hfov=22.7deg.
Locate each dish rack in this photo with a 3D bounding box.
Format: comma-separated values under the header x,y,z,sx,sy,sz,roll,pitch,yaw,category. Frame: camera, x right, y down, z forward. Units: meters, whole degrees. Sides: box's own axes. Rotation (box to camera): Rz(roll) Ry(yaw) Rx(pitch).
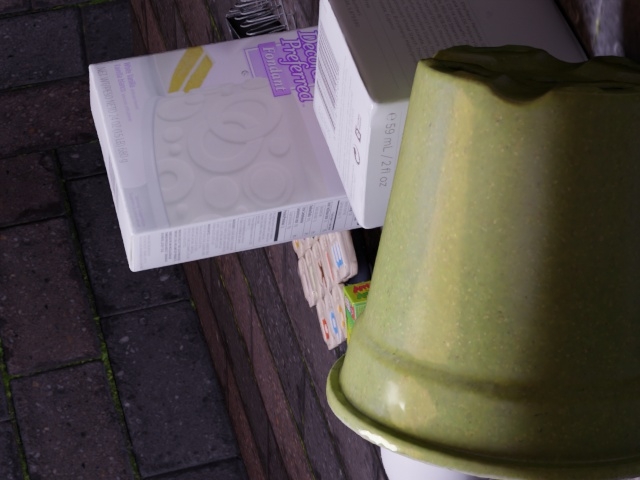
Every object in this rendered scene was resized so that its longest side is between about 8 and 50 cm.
x,y,z,sx,sy,sz,roll,pitch,yaw,category
-0.106,-0.386,2.278,0.208,0.074,0.271,-124,17,-60,dish rack

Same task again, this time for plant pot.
x,y,z,sx,sy,sz,roll,pitch,yaw,category
0.147,-0.001,1.127,0.276,0.276,0.254,-132,43,-68,plant pot

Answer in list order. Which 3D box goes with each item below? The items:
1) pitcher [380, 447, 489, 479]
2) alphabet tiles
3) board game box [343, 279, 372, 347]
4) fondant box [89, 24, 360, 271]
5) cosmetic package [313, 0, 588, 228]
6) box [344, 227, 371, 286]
x,y,z,sx,sy,sz,roll,pitch,yaw,category
0.125,0.163,1.676,0.178,0.125,0.207,-109,21,-58,pitcher
0.000,0.000,2.109,0.284,0.021,0.278,133,125,-74,alphabet tiles
0.082,0.132,1.897,0.043,0.092,0.181,-122,23,-58,board game box
-0.084,-0.114,1.853,0.096,0.330,0.238,102,154,-60,fondant box
0.102,-0.126,1.316,0.151,0.183,0.151,93,162,-50,cosmetic package
0.016,-0.021,2.174,0.159,0.044,0.233,-162,61,-75,box
